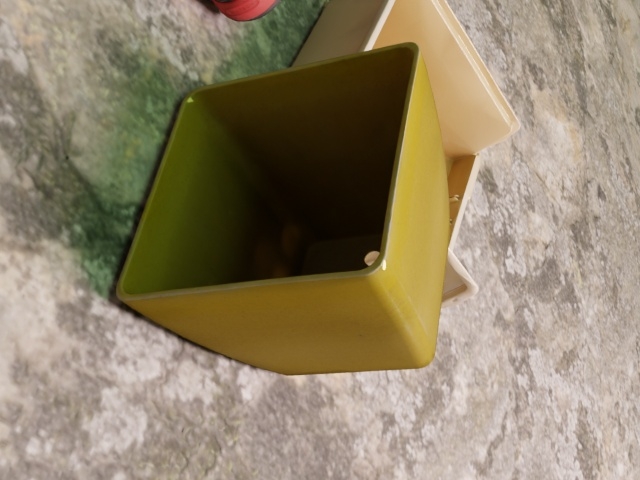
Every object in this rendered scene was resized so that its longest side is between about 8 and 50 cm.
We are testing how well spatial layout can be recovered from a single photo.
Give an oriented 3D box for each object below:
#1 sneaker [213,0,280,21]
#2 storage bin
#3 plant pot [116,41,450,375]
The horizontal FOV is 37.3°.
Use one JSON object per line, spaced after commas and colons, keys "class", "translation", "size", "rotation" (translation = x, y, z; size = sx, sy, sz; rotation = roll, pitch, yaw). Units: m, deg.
{"class": "sneaker", "translation": [-0.100, -0.336, 0.832], "size": [0.135, 0.098, 0.276], "rotation": [9, 71, -54]}
{"class": "storage bin", "translation": [0.081, -0.101, 0.958], "size": [0.260, 0.123, 0.262], "rotation": [51, 41, -27]}
{"class": "plant pot", "translation": [0.000, 0.000, 0.758], "size": [0.187, 0.212, 0.212], "rotation": [55, 37, -45]}
